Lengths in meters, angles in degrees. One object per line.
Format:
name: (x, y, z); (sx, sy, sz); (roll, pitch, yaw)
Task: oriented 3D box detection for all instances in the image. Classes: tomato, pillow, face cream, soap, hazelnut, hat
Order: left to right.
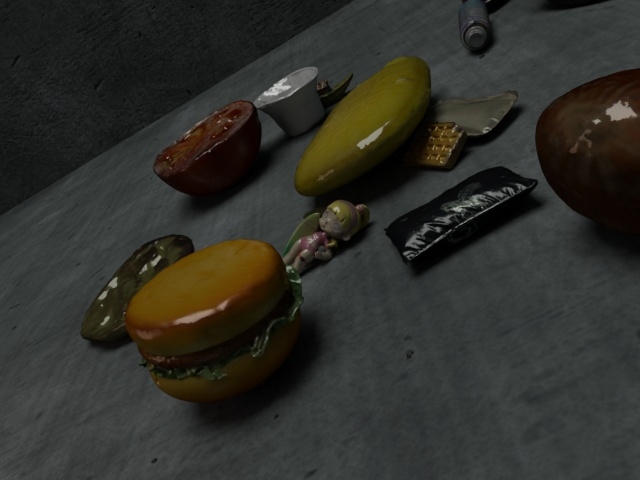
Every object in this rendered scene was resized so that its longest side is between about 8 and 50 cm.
tomato: (-0.266, -0.219, 1.737); (0.338, 0.144, 0.338); (-27, 29, 17)
hat: (-0.066, -0.356, 1.773); (0.203, 0.126, 0.203); (-27, 24, 13)
soap: (0.089, -0.222, 1.331); (0.306, 0.115, 0.427); (-26, 20, 27)
pillow: (0.194, -0.042, 0.957); (0.208, 0.055, 0.141); (-30, 16, 4)
pillow: (0.258, -0.228, 1.239); (0.130, 0.038, 0.232); (-45, 26, -18)
face cream: (0.367, -0.509, 1.597); (0.075, 0.075, 0.229); (-22, 27, 22)
hazelnut: (0.333, -0.095, 0.712); (0.214, 0.177, 0.214); (3, -4, 0)

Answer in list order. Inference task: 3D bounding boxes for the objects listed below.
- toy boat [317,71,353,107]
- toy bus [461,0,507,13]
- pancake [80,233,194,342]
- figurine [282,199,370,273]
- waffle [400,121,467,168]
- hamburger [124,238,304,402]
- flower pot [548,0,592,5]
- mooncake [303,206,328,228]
toy boat: (0.018, -0.409, 1.849); (0.172, 0.066, 0.065); (-21, 24, 23)
toy bus: (0.489, -0.734, 1.797); (0.302, 0.147, 0.127); (-39, 19, -16)
pancake: (-0.369, 0.098, 1.366); (0.294, 0.049, 0.295); (-29, 29, 18)
figurine: (0.000, 0.000, 1.112); (0.187, 0.083, 0.083); (-44, 23, 7)
waffle: (0.202, -0.169, 1.186); (0.135, 0.021, 0.092); (14, 74, 59)
hamburger: (-0.130, 0.117, 0.911); (0.245, 0.170, 0.246); (-16, 24, 7)
flower pot: (0.609, -0.705, 1.432); (0.251, 0.380, 0.379); (-21, 17, -28)
mooncake: (-0.116, 0.047, 1.162); (0.346, 0.057, 0.150); (-35, 11, 2)
